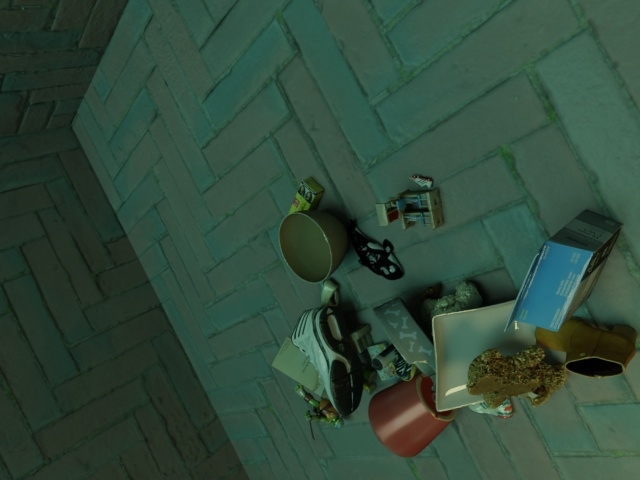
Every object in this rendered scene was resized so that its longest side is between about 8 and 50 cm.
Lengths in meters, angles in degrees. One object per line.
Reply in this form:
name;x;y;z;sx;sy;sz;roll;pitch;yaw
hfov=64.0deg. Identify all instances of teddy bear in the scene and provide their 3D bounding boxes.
teddy bear;0.593;0.414;1.563;0.113;0.337;0.245;-98;12;-51

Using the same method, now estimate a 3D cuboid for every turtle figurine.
turtle figurine;0.010;0.732;2.336;0.266;0.274;0.198;44;100;26

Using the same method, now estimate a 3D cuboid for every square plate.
square plate;0.513;0.351;1.610;0.049;0.343;0.348;-121;23;-69

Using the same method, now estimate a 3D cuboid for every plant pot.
plant pot;0.000;0.000;1.996;0.284;0.190;0.284;22;124;37
plant pot;0.356;0.634;1.913;0.275;0.275;0.243;51;126;14

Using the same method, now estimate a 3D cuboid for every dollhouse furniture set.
dollhouse furniture set;0.295;-0.084;1.674;0.129;0.183;0.129;1;109;44

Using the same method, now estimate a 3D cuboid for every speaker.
speaker;0.260;0.453;1.996;0.055;0.136;0.055;21;123;37

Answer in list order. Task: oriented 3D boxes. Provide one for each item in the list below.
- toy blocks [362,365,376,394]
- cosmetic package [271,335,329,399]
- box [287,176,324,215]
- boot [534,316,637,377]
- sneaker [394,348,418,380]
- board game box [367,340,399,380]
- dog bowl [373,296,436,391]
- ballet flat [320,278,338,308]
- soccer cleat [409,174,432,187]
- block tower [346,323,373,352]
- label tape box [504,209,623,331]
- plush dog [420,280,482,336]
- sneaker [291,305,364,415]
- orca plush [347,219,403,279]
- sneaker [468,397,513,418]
toy blocks;0.166;0.584;2.211;0.148;0.054;0.123;20;123;38
cosmetic package;-0.053;0.577;2.328;0.309;0.113;0.160;20;77;37
box;-0.068;-0.141;2.095;0.087;0.058;0.232;45;134;19
boot;0.709;0.300;1.429;0.295;0.211;0.104;-10;101;47
sneaker;0.335;0.464;1.910;0.081;0.208;0.094;-37;100;18
board game box;0.261;0.493;2.094;0.103;0.026;0.154;-26;90;48
dog bowl;0.326;0.343;1.763;0.102;0.349;0.349;-39;77;6
ballet flat;0.033;0.281;2.188;0.086;0.086;0.249;29;126;32
soccer cleat;0.332;-0.196;1.701;0.083;0.029;0.036;16;115;34
block tower;0.075;0.420;2.197;0.335;0.091;0.097;-14;100;47
label tape box;0.625;0.093;1.312;0.115;0.347;0.249;29;127;32
plush dog;0.423;0.274;1.739;0.225;0.210;0.263;-168;62;-71
sneaker;0.023;0.488;2.125;0.257;0.169;0.448;-10;94;55
orca plush;0.179;0.046;1.909;0.287;0.102;0.151;57;137;9
sneaker;0.594;0.568;1.793;0.161;0.057;0.076;-2;91;46
